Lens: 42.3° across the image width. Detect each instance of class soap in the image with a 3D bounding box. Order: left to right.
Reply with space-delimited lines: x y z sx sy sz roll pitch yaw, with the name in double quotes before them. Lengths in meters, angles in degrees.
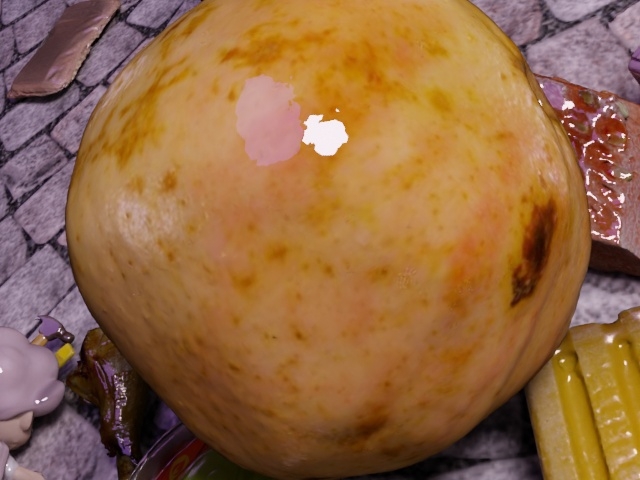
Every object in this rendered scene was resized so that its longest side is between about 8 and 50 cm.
"soap" 0.214 0.156 0.504 0.140 0.073 0.232 -20 48 19

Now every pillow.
"pillow" -0.390 -0.295 1.264 0.135 0.034 0.211 3 56 37

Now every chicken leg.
"chicken leg" -0.189 0.155 0.762 0.093 0.070 0.178 -42 48 20

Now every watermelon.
"watermelon" 0.194 -0.061 0.678 0.256 0.140 0.193 30 82 35

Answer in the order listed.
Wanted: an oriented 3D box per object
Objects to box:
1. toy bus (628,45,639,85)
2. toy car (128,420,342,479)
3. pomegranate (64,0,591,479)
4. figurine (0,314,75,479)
"toy bus" 0.316 -0.113 0.595 0.096 0.108 0.199 -47 19 11
"toy car" -0.092 0.220 0.617 0.235 0.145 0.235 -32 26 18
"pomegranate" 0.000 0.000 0.536 0.342 0.342 0.343 -16 48 19
"figurine" -0.318 0.170 0.798 0.137 0.112 0.229 -7 62 20
